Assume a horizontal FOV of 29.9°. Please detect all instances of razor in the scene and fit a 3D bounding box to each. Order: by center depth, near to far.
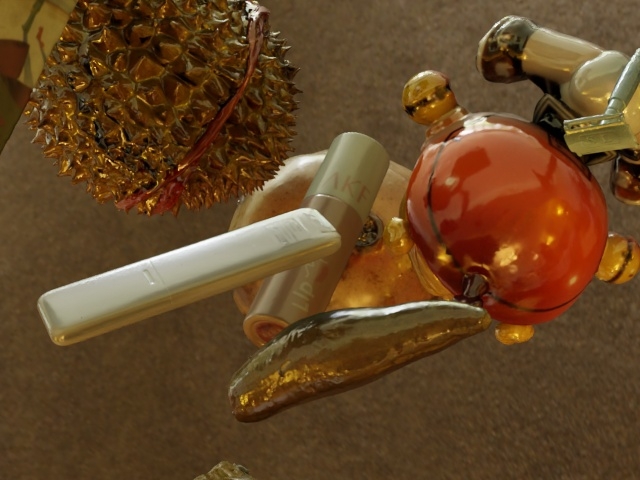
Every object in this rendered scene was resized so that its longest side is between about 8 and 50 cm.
[{"bbox_3d":[0.283,-0.138,1.128,0.068,0.040,0.135,-5,40,41],"label":"razor"}]

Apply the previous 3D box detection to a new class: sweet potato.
[{"bbox_3d":[0.024,0.088,1.012,0.243,0.077,0.077,-25,53,23],"label":"sweet potato"}]

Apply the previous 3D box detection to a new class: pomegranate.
[{"bbox_3d":[0.025,0.020,1.670,0.322,0.322,0.322,-10,57,16],"label":"pomegranate"}]

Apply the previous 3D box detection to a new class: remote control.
[{"bbox_3d":[-0.108,0.030,1.020,0.261,0.029,0.067,-19,36,-18],"label":"remote control"}]

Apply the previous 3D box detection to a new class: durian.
[{"bbox_3d":[-0.203,-0.199,1.481,0.384,0.347,0.347,34,75,10],"label":"durian"}]

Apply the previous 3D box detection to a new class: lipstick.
[{"bbox_3d":[0.000,0.000,1.234,0.070,0.070,0.254,6,51,25],"label":"lipstick"}]

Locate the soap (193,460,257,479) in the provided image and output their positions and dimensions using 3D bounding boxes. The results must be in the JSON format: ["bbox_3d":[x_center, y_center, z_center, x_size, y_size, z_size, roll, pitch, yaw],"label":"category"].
[{"bbox_3d":[-0.045,0.346,1.146,0.274,0.173,0.089,37,117,17],"label":"soap"}]

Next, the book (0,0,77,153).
[{"bbox_3d":[-0.216,-0.185,0.731,0.026,0.201,0.289,11,70,28],"label":"book"}]

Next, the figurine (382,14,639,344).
[{"bbox_3d":[0.208,-0.050,1.224,0.320,0.196,0.323,38,79,-8],"label":"figurine"}]
